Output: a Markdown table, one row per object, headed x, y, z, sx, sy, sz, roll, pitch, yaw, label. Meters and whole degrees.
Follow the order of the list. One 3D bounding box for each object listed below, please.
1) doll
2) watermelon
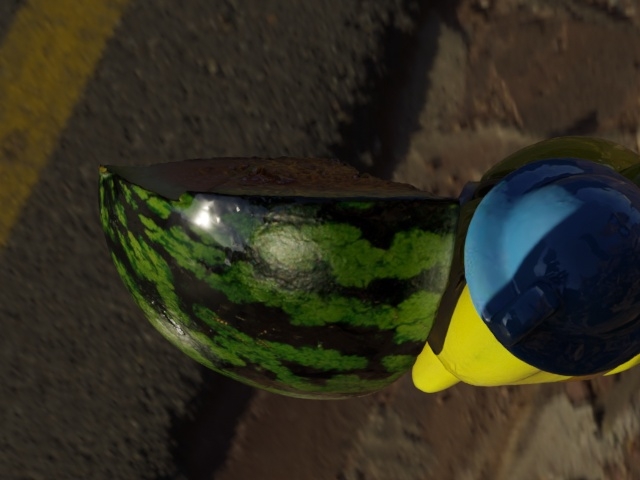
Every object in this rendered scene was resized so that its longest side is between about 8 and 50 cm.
| x | y | z | sx | sy | sz | roll | pitch | yaw | label |
| --- | --- | --- | --- | --- | --- | --- | --- | --- | --- |
| 0.124 | 0.025 | 1.053 | 0.145 | 0.363 | 0.199 | 44 | 100 | 4 | doll |
| -0.008 | 0.016 | 0.975 | 0.137 | 0.193 | 0.145 | -50 | 28 | -8 | watermelon |
